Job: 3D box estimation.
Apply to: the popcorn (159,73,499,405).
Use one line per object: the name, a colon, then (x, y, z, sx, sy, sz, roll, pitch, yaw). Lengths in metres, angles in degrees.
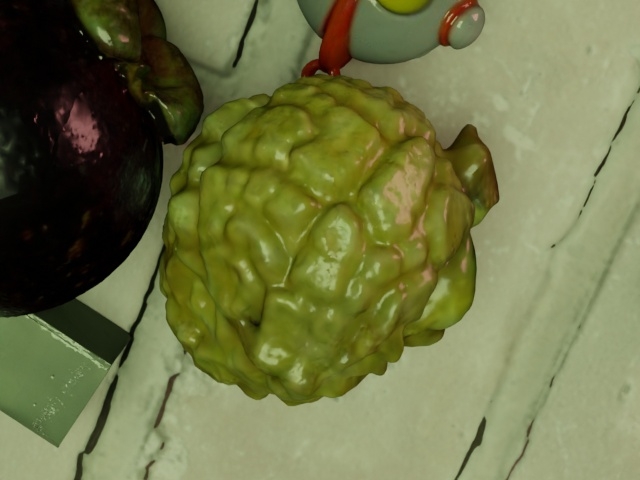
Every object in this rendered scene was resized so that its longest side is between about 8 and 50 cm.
popcorn: (0.000, 0.000, 1.195, 0.270, 0.258, 0.224, -34, 78, 14)

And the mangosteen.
mangosteen: (-0.228, -0.086, 1.184, 0.288, 0.288, 0.288, 1, 104, 5)

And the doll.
doll: (0.074, -0.252, 1.196, 0.199, 0.105, 0.336, 34, 104, 11)

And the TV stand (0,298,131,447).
TV stand: (-0.292, 0.046, 1.316, 0.269, 0.083, 0.088, 34, 106, -4)
